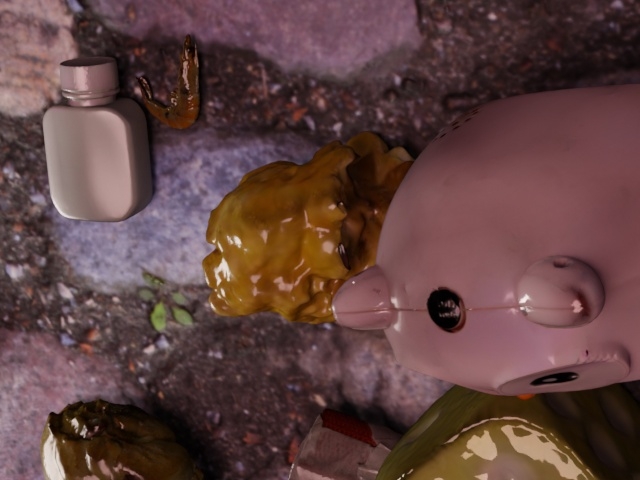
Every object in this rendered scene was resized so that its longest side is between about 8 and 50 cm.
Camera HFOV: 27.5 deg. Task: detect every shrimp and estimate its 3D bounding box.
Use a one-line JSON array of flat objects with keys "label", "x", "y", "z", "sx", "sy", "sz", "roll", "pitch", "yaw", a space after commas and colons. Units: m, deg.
[{"label": "shrimp", "x": -0.172, "y": -0.182, "z": 1.479, "sx": 0.083, "sy": 0.023, "sz": 0.114, "roll": 17, "pitch": 117, "yaw": 20}]

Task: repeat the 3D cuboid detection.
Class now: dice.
[{"label": "dice", "x": 0.215, "y": 0.255, "z": 1.346, "sx": 0.238, "sy": 0.227, "sz": 0.233, "roll": 49, "pitch": 119, "yaw": 0}]

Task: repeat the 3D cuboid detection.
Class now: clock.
[{"label": "clock", "x": 0.216, "y": -0.009, "z": 1.158, "sx": 0.368, "sy": 0.376, "sz": 0.251, "roll": -4, "pitch": 99, "yaw": 43}]

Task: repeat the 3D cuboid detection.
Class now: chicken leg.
[{"label": "chicken leg", "x": -0.176, "y": 0.360, "z": 1.613, "sx": 0.429, "sy": 0.153, "sz": 0.201, "roll": 46, "pitch": 131, "yaw": -5}]

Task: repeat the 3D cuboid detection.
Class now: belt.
[{"label": "belt", "x": 0.032, "y": 0.295, "z": 1.494, "sx": 0.124, "sy": 0.128, "sz": 0.201, "roll": 20, "pitch": 118, "yaw": 15}]

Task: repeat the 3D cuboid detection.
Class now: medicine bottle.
[{"label": "medicine bottle", "x": -0.260, "y": -0.117, "z": 1.513, "sx": 0.119, "sy": 0.069, "sz": 0.183, "roll": 4, "pitch": 110, "yaw": 23}]

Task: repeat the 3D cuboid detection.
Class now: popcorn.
[{"label": "popcorn", "x": 0.003, "y": -0.003, "z": 1.375, "sx": 0.253, "sy": 0.191, "sz": 0.190, "roll": -22, "pitch": 112, "yaw": 19}]
